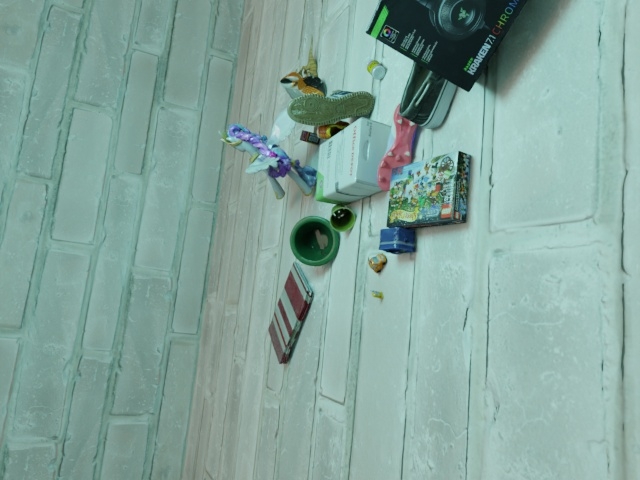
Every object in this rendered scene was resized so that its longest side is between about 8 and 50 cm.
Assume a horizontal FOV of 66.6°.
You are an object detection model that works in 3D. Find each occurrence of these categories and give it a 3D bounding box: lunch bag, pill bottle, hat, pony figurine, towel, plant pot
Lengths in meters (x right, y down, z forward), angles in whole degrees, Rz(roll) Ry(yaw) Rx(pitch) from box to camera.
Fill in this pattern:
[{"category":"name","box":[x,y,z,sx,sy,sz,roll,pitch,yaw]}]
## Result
[{"category":"lunch bag","box":[0.199,0.004,1.257,0.098,0.067,0.065,-7,75,63]},{"category":"pill bottle","box":[0.173,-0.544,1.544,0.043,0.043,0.083,-64,29,30]},{"category":"hat","box":[0.000,0.000,1.737,0.209,0.183,0.173,5,93,24]},{"category":"pony figurine","box":[-0.176,-0.310,1.821,0.351,0.363,0.302,0,57,49]},{"category":"towel","box":[-0.118,0.276,1.875,0.329,0.037,0.237,-69,25,19]},{"category":"plant pot","box":[0.065,-0.080,1.575,0.079,0.083,0.083,-106,33,-66]}]

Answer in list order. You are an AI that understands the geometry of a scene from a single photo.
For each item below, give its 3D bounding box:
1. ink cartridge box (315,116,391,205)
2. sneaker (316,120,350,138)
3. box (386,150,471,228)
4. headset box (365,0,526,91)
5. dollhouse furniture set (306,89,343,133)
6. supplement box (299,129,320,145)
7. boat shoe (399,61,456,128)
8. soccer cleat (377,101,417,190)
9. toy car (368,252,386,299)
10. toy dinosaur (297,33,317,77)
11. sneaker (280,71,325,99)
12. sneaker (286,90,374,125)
[{"category":"ink cartridge box","box":[0.096,-0.233,1.506,0.273,0.115,0.198,-14,68,64]},{"category":"sneaker","box":[0.057,-0.361,1.618,0.067,0.175,0.064,14,116,31]},{"category":"box","box":[0.256,-0.114,1.182,0.233,0.044,0.159,-6,75,59]},{"category":"headset box","box":[0.266,-0.500,1.026,0.246,0.283,0.131,-61,-6,35]},{"category":"dollhouse furniture set","box":[-0.018,-0.482,1.787,0.182,0.161,0.101,-20,63,61]},{"category":"supplement box","box":[-0.041,-0.408,1.937,0.083,0.055,0.043,36,112,62]},{"category":"boat shoe","box":[0.282,-0.446,1.185,0.121,0.119,0.335,30,109,64]},{"category":"soccer cleat","box":[0.213,-0.257,1.333,0.095,0.083,0.248,-64,-13,-74]},{"category":"toy car","box":[0.157,0.095,1.343,0.060,0.041,0.122,-47,40,49]},{"category":"toy dinosaur","box":[-0.041,-0.749,2.078,0.112,0.064,0.211,-22,69,41]},{"category":"sneaker","box":[-0.054,-0.611,2.019,0.099,0.121,0.262,-42,46,-10]},{"category":"sneaker","box":[0.017,-0.431,1.584,0.153,0.282,0.099,-137,39,-67]}]
